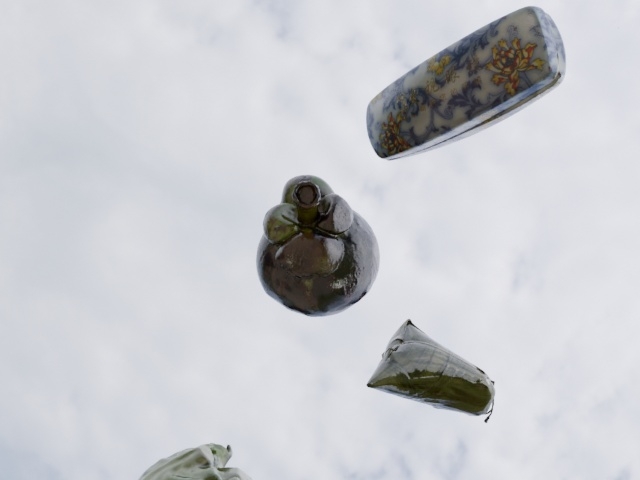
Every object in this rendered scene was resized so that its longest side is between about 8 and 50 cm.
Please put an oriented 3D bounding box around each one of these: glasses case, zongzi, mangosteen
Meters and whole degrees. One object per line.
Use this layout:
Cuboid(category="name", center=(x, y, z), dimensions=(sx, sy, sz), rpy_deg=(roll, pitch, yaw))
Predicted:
Cuboid(category="glasses case", center=(0.137, -0.150, 0.666), dimensions=(0.248, 0.065, 0.087), rpy_deg=(-22, -101, 52))
Cuboid(category="zongzi", center=(0.181, 0.231, 0.998), dimensions=(0.205, 0.204, 0.094), rpy_deg=(31, -73, 11))
Cuboid(category="mangosteen", center=(-0.003, 0.007, 0.837), dimensions=(0.172, 0.172, 0.184), rpy_deg=(3, -78, 24))

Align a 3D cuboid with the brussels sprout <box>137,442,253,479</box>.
Cuboid(category="brussels sprout", center=(-0.250, 0.654, 1.307), dimensions=(0.361, 0.425, 0.342), rpy_deg=(-44, -52, -7))
